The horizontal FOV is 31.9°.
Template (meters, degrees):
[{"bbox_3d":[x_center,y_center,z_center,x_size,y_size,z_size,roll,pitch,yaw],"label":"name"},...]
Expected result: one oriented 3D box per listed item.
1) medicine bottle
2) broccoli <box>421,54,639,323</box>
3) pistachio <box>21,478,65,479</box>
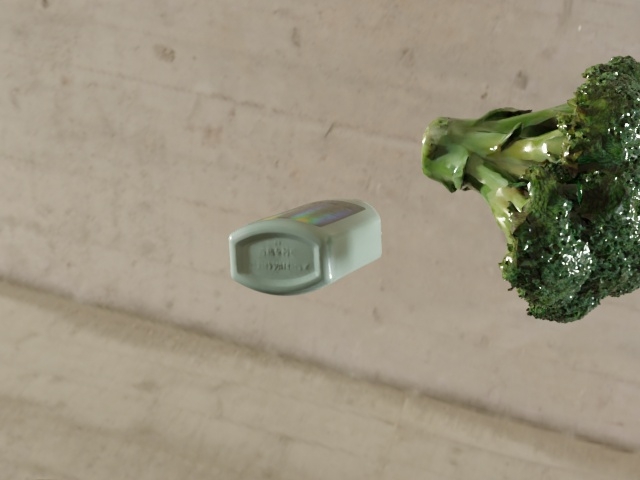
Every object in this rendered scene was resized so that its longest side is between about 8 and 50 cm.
[{"bbox_3d":[0.000,0.000,1.233,0.121,0.229,0.083,0,-79,23],"label":"medicine bottle"},{"bbox_3d":[0.217,-0.049,1.064,0.269,0.269,0.254,12,-68,12],"label":"broccoli"},{"bbox_3d":[-0.298,0.443,1.218,0.445,0.365,0.281,11,-27,-22],"label":"pistachio"}]
